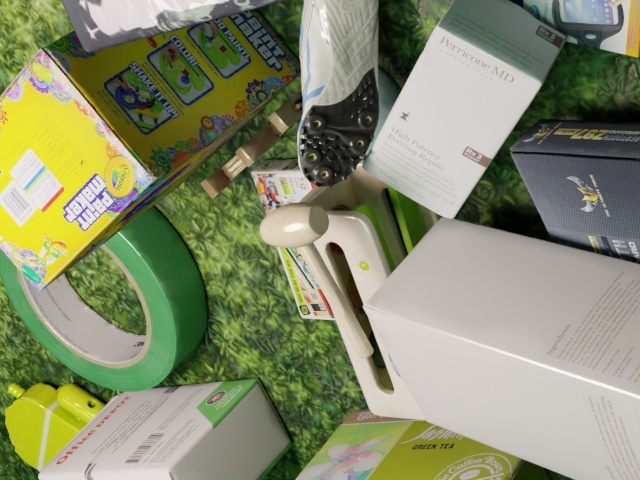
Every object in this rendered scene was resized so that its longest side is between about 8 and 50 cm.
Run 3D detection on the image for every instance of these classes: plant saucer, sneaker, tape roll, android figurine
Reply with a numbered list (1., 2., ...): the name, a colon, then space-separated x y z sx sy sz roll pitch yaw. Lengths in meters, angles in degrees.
1. plant saucer: 0.041 -0.142 1.475 0.119 0.021 0.119 20 130 25
2. sneaker: 0.016 -0.173 1.383 0.086 0.085 0.237 -153 68 -75
3. tape roll: -0.306 0.059 1.850 0.321 0.077 0.321 19 130 25
4. android figurine: -0.397 0.326 2.127 0.273 0.056 0.248 31 135 15

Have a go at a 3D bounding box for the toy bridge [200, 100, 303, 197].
1. toy bridge: -0.071 -0.112 1.553 0.026 0.063 0.188 49 138 -3

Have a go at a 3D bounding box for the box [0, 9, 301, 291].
1. box: -0.222 -0.133 1.499 0.177 0.279 0.290 50 137 -3

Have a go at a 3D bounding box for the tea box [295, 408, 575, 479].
1. tea box: 0.124 0.369 1.563 0.329 0.323 0.220 -10 114 41

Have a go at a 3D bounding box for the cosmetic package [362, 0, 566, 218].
1. cosmetic package: 0.138 -0.135 1.332 0.117 0.085 0.231 29 144 3

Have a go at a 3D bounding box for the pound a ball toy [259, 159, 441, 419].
1. pound a ball toy: 0.041 0.056 1.478 0.136 0.208 0.319 1 123 40

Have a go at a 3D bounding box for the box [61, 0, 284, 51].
1. box: -0.049 -0.461 1.102 0.472 0.297 0.479 -8 115 35

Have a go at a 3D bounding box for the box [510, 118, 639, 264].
1. box: 0.305 -0.008 1.289 0.183 0.059 0.232 11 137 52

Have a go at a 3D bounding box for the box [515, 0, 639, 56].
1. box: 0.243 -0.226 1.255 0.136 0.028 0.081 16 130 26

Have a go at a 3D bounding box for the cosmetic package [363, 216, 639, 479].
1. cosmetic package: 0.244 0.122 1.320 0.366 0.155 0.197 18 147 44

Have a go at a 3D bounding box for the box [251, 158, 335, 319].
1. box: 0.000 0.000 1.599 0.114 0.036 0.207 1 120 37

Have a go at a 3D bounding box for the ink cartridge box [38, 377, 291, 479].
1. ink cartridge box: -0.219 0.305 1.865 0.289 0.211 0.121 -10 115 43
